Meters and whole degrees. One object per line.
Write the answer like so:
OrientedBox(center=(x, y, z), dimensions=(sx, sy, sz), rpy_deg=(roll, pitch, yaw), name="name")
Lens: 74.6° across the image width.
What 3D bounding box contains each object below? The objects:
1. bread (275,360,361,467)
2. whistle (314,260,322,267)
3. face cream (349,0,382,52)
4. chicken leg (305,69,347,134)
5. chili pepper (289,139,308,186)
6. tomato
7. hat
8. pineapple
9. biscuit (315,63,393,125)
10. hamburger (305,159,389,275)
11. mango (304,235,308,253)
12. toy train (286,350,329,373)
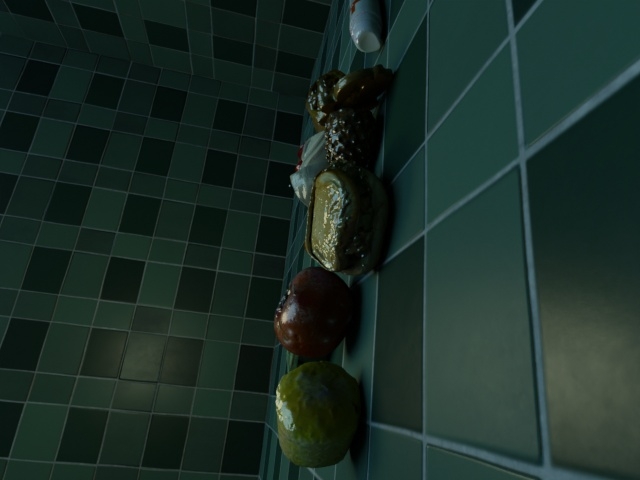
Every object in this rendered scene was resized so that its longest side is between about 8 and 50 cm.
OrientedBox(center=(-0.005, 0.378, 0.915), dimensions=(0.197, 0.197, 0.171), rpy_deg=(-97, 11, -59), name="bread")
OrientedBox(center=(-0.004, 0.086, 1.611), dimensions=(0.039, 0.039, 0.186), rpy_deg=(114, 163, -58), name="whistle")
OrientedBox(center=(0.139, -0.700, 1.305), dimensions=(0.102, 0.101, 0.346), rpy_deg=(110, 167, -50), name="face cream")
OrientedBox(center=(0.046, -0.349, 1.414), dimensions=(0.295, 0.181, 0.410), rpy_deg=(-128, 41, -55), name="chicken leg")
OrientedBox(center=(-0.051, -0.352, 2.031), dimensions=(0.134, 0.131, 0.338), rpy_deg=(-45, 24, 30), name="chili pepper")
OrientedBox(center=(-0.008, 0.183, 1.083), dimensions=(0.232, 0.188, 0.232), rpy_deg=(-61, 10, 19), name="tomato")
OrientedBox(center=(0.045, -0.199, 1.264), dimensions=(0.226, 0.219, 0.164), rpy_deg=(-55, 37, 28), name="hat")
OrientedBox(center=(0.076, -0.190, 1.140), dimensions=(0.170, 0.141, 0.310), rpy_deg=(-144, 56, -79), name="pineapple")
OrientedBox(center=(0.085, -0.382, 1.117), dimensions=(0.249, 0.184, 0.035), rpy_deg=(-37, 67, 62), name="biscuit")
OrientedBox(center=(0.053, -0.056, 0.979), dimensions=(0.243, 0.146, 0.286), rpy_deg=(-42, 52, 52), name="hamburger")
OrientedBox(center=(0.027, 0.014, 1.194), dimensions=(0.217, 0.141, 0.102), rpy_deg=(62, -156, -72), name="mango")
OrientedBox(center=(-0.029, 0.281, 1.300), dimensions=(0.159, 0.129, 0.327), rpy_deg=(-106, 26, -61), name="toy train")
